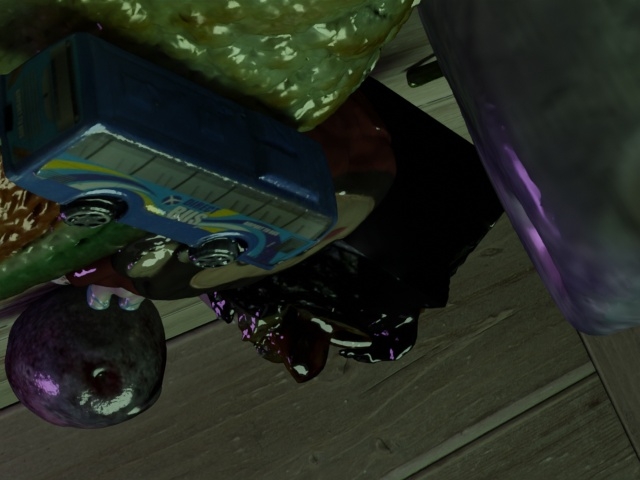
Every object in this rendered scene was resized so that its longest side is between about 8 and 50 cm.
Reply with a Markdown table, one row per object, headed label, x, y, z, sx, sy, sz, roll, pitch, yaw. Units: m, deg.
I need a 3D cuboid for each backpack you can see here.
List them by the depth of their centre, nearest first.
| label | x | y | z | sx | sy | sz | roll | pitch | yaw |
| --- | --- | --- | --- | --- | --- | --- | --- | --- | --- |
| backpack | -0.078 | -0.038 | 0.752 | 0.229 | 0.139 | 0.229 | -18 | 172 | -3 |

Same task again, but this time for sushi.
| label | x | y | z | sx | sy | sz | roll | pitch | yaw |
| --- | --- | --- | --- | --- | --- | --- | --- | --- | --- |
| sushi | 0.000 | -0.001 | 0.992 | 0.212 | 0.215 | 0.227 | -56 | 178 | 35 |

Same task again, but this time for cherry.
| label | x | y | z | sx | sy | sz | roll | pitch | yaw |
| --- | --- | --- | --- | --- | --- | --- | --- | --- | --- |
| cherry | -0.271 | 0.136 | 1.413 | 0.195 | 0.195 | 0.195 | -25 | 175 | -2 |

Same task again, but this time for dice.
| label | x | y | z | sx | sy | sz | roll | pitch | yaw |
| --- | --- | --- | --- | --- | --- | --- | --- | --- | --- |
| dice | 0.231 | -0.106 | 0.787 | 0.270 | 0.271 | 0.270 | -26 | 175 | 6 |

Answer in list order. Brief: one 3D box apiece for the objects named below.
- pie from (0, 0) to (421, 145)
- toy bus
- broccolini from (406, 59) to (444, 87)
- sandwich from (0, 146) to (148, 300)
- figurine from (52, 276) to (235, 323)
| label | x | y | z | sx | sy | sz | roll | pitch | yaw |
| --- | --- | --- | --- | --- | --- | --- | --- | --- | --- |
| pie | -0.049 | -0.107 | 0.443 | 0.257 | 0.105 | 0.274 | -7 | 164 | -43 |
| toy bus | -0.054 | -0.029 | 0.468 | 0.061 | 0.051 | 0.153 | -25 | 153 | 31 |
| broccolini | 0.185 | -0.185 | 1.059 | 0.239 | 0.051 | 0.054 | -25 | -176 | 21 |
| sandwich | -0.179 | -0.038 | 0.591 | 0.184 | 0.109 | 0.160 | -25 | 155 | 25 |
| figurine | -0.176 | 0.011 | 1.170 | 0.205 | 0.103 | 0.260 | 18 | 156 | -24 |
